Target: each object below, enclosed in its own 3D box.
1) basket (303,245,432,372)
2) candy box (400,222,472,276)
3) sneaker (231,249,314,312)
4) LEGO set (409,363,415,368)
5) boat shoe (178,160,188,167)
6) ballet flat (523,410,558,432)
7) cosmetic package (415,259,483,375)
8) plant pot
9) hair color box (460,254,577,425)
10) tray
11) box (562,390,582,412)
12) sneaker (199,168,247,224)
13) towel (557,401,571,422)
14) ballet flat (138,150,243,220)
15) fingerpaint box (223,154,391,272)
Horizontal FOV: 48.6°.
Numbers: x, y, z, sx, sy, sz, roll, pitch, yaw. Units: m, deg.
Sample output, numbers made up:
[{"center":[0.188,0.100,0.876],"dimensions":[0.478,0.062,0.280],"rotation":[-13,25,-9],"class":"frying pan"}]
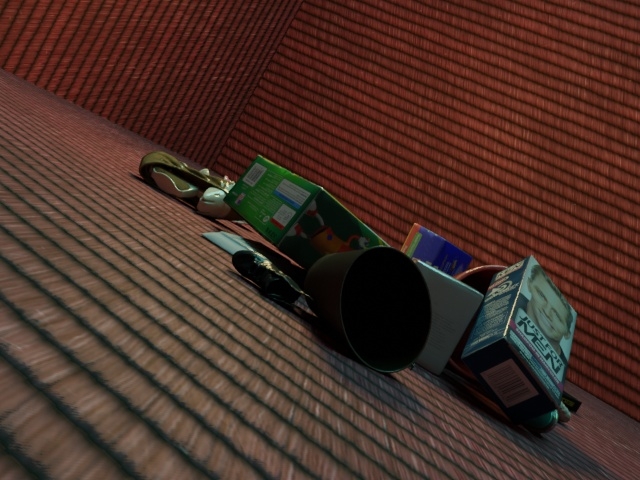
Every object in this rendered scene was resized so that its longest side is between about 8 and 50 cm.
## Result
[{"center":[0.065,0.095,1.201],"dimensions":[0.154,0.204,0.227],"rotation":[-18,12,-17],"class":"basket"},{"center":[0.326,0.118,2.191],"dimensions":[0.122,0.268,0.317],"rotation":[29,2,27],"class":"candy box"},{"center":[-0.086,0.068,1.236],"dimensions":[0.170,0.051,0.089],"rotation":[34,0,4],"class":"sneaker"},{"center":[0.137,0.210,1.305],"dimensions":[0.083,0.023,0.054],"rotation":[45,12,26],"class":"LEGO set"},{"center":[-0.442,-0.204,2.110],"dimensions":[0.079,0.084,0.233],"rotation":[36,0,-37],"class":"boat shoe"},{"center":[0.414,0.332,1.434],"dimensions":[0.079,0.077,0.221],"rotation":[50,-7,-26],"class":"ballet flat"},{"center":[0.227,0.155,1.460],"dimensions":[0.151,0.184,0.151],"rotation":[30,4,13],"class":"cosmetic package"},{"center":[0.365,0.189,1.695],"dimensions":[0.275,0.275,0.243],"rotation":[29,-6,-9],"class":"plant pot"},{"center":[0.407,0.186,1.418],"dimensions":[0.174,0.105,0.347],"rotation":[51,33,-6],"class":"hair color box"},{"center":[-0.147,0.026,1.589],"dimensions":[0.145,0.030,0.270],"rotation":[29,3,20],"class":"tray"},{"center":[0.675,0.443,2.179],"dimensions":[0.184,0.045,0.190],"rotation":[25,5,-28],"class":"box"},{"center":[-0.283,-0.130,2.131],"dimensions":[0.252,0.111,0.103],"rotation":[29,3,-14],"class":"sneaker"},{"center":[0.508,0.342,1.806],"dimensions":[0.187,0.049,0.282],"rotation":[47,-5,-26],"class":"towel"},{"center":[-0.335,-0.133,1.887],"dimensions":[0.342,0.116,0.124],"rotation":[29,23,1],"class":"ballet flat"},{"center":[0.000,0.000,1.702],"dimensions":[0.371,0.163,0.445],"rotation":[39,-2,-28],"class":"fingerpaint box"}]
